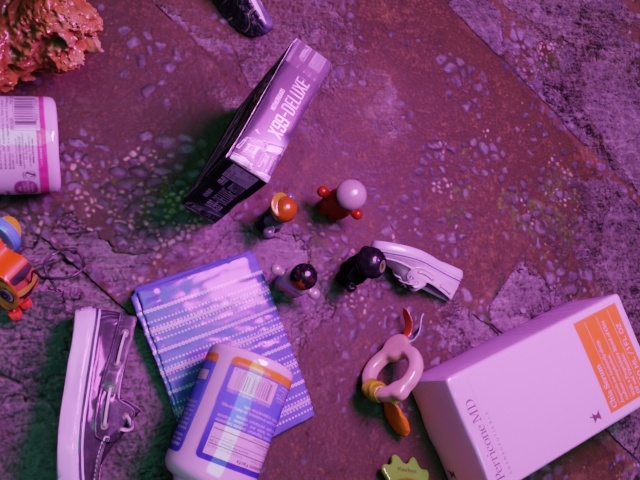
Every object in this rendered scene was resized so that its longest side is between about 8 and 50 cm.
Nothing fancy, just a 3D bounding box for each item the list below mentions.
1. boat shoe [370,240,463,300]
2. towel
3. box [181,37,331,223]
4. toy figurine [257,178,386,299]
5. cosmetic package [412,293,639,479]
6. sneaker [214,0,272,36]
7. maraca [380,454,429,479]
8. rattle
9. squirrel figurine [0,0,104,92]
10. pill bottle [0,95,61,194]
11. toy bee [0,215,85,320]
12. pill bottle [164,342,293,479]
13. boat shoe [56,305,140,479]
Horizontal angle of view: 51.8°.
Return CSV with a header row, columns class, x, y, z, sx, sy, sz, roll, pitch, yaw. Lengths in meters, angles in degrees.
class,x,y,z,sx,sy,sz,roll,pitch,yaw
boat shoe,0.193,0.065,1.318,0.226,0.083,0.075,20,80,-24
towel,-0.172,0.206,1.184,0.243,0.040,0.336,-20,87,-25
box,-0.119,-0.175,1.139,0.077,0.307,0.242,32,69,-16
toy figurine,0.000,0.000,1.231,0.210,0.148,0.213,-10,82,-23
cosmetic package,0.431,0.294,1.322,0.453,0.161,0.230,-21,86,-23
sneaker,-0.167,-0.545,1.318,0.122,0.110,0.283,-35,92,-28
maraca,0.164,0.488,1.213,0.127,0.099,0.185,18,47,-25
rattle,0.172,0.251,1.278,0.143,0.130,0.199,42,45,-15
squirrel figurine,-0.531,-0.446,1.067,0.370,0.281,0.397,-46,122,-25
pill bottle,-0.566,-0.149,1.042,0.283,0.160,0.160,-3,79,-21
toy bee,-0.519,0.055,1.029,0.298,0.162,0.195,35,47,23
pill bottle,-0.157,0.317,1.062,0.152,0.152,0.272,25,71,-14
boat shoe,-0.347,0.269,1.049,0.119,0.121,0.335,4,74,-16
